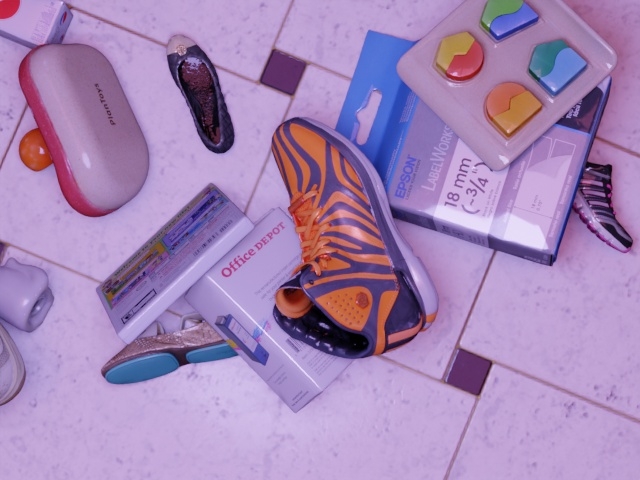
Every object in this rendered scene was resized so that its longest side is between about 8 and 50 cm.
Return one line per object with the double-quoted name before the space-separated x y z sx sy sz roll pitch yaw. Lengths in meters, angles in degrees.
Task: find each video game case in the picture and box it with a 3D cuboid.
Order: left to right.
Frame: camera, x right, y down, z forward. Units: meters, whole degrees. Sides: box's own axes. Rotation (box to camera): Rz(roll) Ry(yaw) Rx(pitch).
"video game case" -0.188 0.024 1.668 0.212 0.193 0.023 -43 113 -3

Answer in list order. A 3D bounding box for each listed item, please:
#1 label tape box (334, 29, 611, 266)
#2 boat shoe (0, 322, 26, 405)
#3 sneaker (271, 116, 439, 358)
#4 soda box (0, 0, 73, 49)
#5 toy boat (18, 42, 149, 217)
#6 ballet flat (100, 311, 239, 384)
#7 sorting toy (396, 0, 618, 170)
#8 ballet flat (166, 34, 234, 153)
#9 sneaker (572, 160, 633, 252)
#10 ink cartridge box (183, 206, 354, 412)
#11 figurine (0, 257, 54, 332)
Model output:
"label tape box" 0.174 -0.133 1.685 0.334 0.106 0.240 17 85 12
"boat shoe" -0.477 0.074 1.632 0.109 0.098 0.302 -36 75 2
"sneaker" 0.000 0.000 1.610 0.180 0.124 0.321 -25 75 -36
"soda box" -0.445 -0.319 1.751 0.216 0.074 0.069 23 86 2
"toy boat" -0.331 -0.135 1.719 0.151 0.151 0.231 -27 84 29
"ballet flat" -0.188 0.134 1.725 0.206 0.073 0.067 -12 59 -3
"sorting toy" 0.227 -0.219 1.616 0.208 0.038 0.193 -43 76 0
"ballet flat" -0.157 -0.197 1.750 0.057 0.049 0.173 -24 86 -2
"sneaker" 0.363 -0.063 1.726 0.075 0.063 0.170 -38 81 4
"ink cartridge box" -0.043 0.086 1.677 0.212 0.093 0.154 46 56 2
"figurine" -0.483 0.095 1.717 0.209 0.092 0.214 27 85 7
